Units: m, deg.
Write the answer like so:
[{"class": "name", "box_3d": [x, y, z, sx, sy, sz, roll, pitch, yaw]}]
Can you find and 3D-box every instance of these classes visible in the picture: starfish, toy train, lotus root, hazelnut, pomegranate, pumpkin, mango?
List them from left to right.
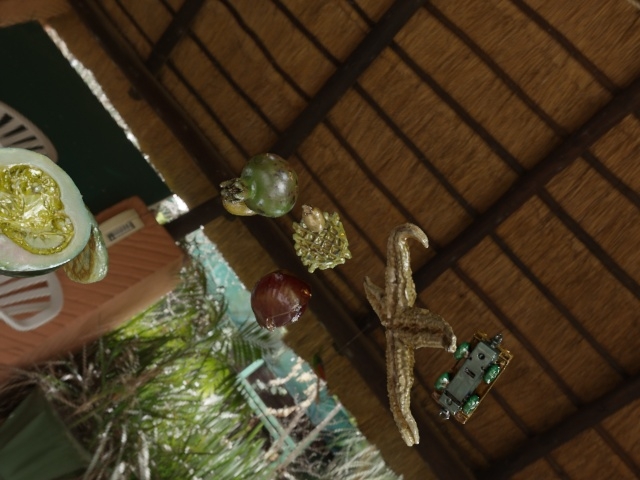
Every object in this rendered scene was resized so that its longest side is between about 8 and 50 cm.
[{"class": "pumpkin", "box_3d": [-0.710, -0.048, 1.193, 0.197, 0.263, 0.293, -25, -92, 53]}, {"class": "mango", "box_3d": [-0.313, -0.175, 2.168, 0.331, 0.195, 0.142, -117, -148, -73]}, {"class": "pomegranate", "box_3d": [-0.213, -0.182, 1.887, 0.242, 0.306, 0.242, 19, -47, 22]}, {"class": "hazelnut", "box_3d": [-0.116, 0.170, 1.471, 0.160, 0.170, 0.201, 53, -25, 16]}, {"class": "lotus root", "box_3d": [-0.022, -0.068, 1.566, 0.072, 0.063, 0.152, 38, -12, 34]}, {"class": "starfish", "box_3d": [0.203, 0.195, 1.128, 0.324, 0.083, 0.432, 120, -33, -49]}, {"class": "toy train", "box_3d": [0.327, 0.289, 1.091, 0.091, 0.136, 0.227, 38, -75, 31]}]

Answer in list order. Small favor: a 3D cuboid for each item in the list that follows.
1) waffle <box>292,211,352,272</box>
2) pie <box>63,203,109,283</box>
[{"class": "waffle", "box_3d": [0.000, 0.000, 1.917, 0.054, 0.204, 0.223, 131, -58, -78]}, {"class": "pie", "box_3d": [-0.776, 0.002, 1.617, 0.303, 0.067, 0.302, 12, -68, 32]}]
